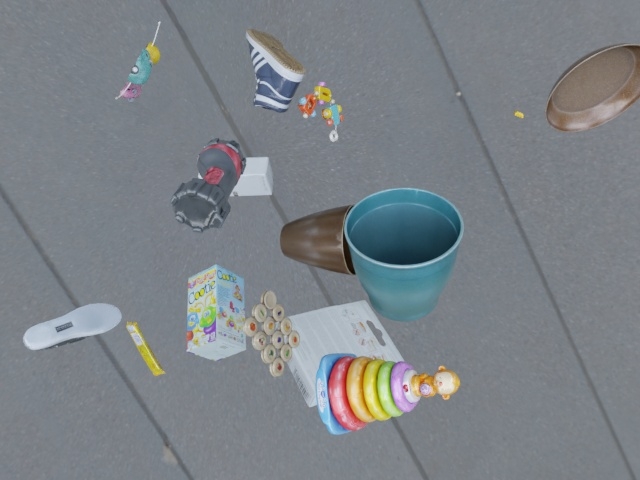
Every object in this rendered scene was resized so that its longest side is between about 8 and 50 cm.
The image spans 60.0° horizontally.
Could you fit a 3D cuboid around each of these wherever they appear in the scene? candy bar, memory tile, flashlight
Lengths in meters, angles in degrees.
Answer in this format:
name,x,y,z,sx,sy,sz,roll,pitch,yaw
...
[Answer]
name,x,y,z,sx,sy,sz,roll,pitch,yaw
candy bar,-0.440,0.273,1.393,0.040,0.018,0.161,-16,106,30
memory tile,-0.093,0.182,1.091,0.012,0.113,0.148,-9,122,35
flashlight,-0.213,-0.115,1.061,0.103,0.304,0.103,-16,112,10

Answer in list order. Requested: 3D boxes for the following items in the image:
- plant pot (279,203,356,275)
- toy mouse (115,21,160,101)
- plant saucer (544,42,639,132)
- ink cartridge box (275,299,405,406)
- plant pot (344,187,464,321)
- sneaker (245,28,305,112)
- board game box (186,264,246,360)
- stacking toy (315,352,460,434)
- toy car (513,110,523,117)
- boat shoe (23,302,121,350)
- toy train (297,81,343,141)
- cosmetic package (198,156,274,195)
name,x,y,z,sx,sy,sz,roll,pitch,yaw
plant pot,0.000,0.000,1.716,0.230,0.215,0.215,-1,101,23
toy mouse,-0.328,-0.291,0.996,0.031,0.143,0.161,29,136,-21
plant saucer,0.494,-0.277,0.994,0.199,0.198,0.036,-9,56,-6
ink cartridge box,0.064,0.380,1.947,0.385,0.308,0.091,-9,140,-32
plant pot,0.202,0.054,1.357,0.272,0.271,0.255,-13,133,-6
sneaker,-0.149,-0.461,1.519,0.099,0.282,0.153,-2,132,-36
board game box,-0.357,0.248,1.895,0.142,0.275,0.144,-25,143,27
stacking toy,0.153,0.317,1.189,0.302,0.166,0.175,-14,75,32
toy car,0.532,-0.327,1.343,0.122,0.040,0.060,6,116,3
boat shoe,-0.617,0.221,1.383,0.228,0.076,0.080,-21,81,-35
toy train,-0.005,-0.336,1.441,0.166,0.046,0.125,42,61,-47
cosmetic package,-0.283,-0.214,1.884,0.231,0.117,0.085,-1,57,8
